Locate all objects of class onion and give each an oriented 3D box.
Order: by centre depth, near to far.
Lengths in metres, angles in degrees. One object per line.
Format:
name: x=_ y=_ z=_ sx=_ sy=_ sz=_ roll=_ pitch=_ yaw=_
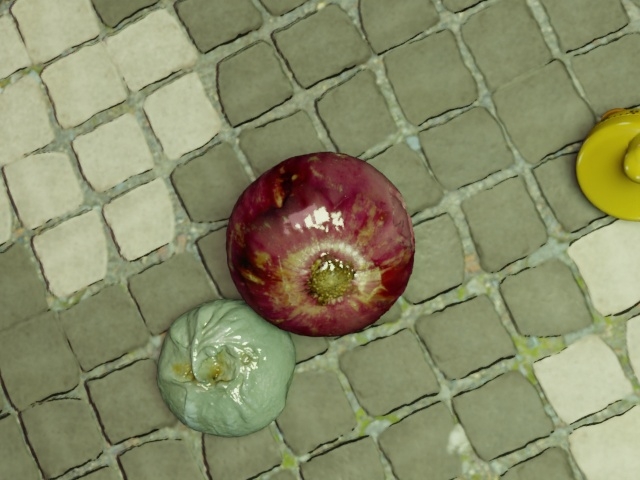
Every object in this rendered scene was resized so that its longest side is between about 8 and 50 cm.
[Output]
onion: x=0.000 y=0.005 z=0.812 sx=0.177 sy=0.153 sz=0.177 roll=-1 pitch=93 yaw=-15

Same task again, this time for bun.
bun: x=-0.095 y=0.124 z=0.846 sx=0.141 sy=0.083 sz=0.140 roll=-1 pitch=87 yaw=10

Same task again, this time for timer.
timer: x=0.284 y=-0.064 z=0.788 sx=0.107 sy=0.107 sz=0.109 roll=28 pitch=46 yaw=11
